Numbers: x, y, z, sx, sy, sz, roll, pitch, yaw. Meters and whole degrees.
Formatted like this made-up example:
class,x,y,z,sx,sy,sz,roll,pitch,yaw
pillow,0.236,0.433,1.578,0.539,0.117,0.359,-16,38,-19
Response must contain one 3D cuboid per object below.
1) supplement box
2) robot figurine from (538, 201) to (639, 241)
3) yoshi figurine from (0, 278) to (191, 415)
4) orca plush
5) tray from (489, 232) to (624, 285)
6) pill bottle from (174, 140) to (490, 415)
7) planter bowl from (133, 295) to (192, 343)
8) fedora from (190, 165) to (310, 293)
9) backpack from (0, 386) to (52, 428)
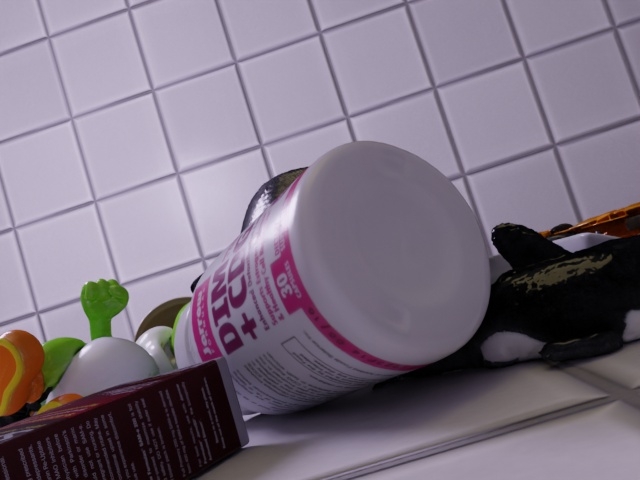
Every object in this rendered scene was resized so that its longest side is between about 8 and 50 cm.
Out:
class,x,y,z,sx,sy,sz,roll,pitch,yaw
supplement box,-0.172,0.148,0.405,0.130,0.073,0.239,-20,-4,30
robot figurine,0.440,-0.005,0.939,0.290,0.085,0.211,-19,-5,30
yoshi figurine,-0.220,0.148,0.813,0.202,0.204,0.362,-3,0,27
orca plush,0.159,0.036,0.500,0.151,0.102,0.287,-13,-7,-43
tray,0.252,0.036,0.623,0.145,0.030,0.270,9,-9,-8
pill bottle,-0.013,0.054,0.522,0.160,0.160,0.283,-14,-15,-37
planter bowl,-0.225,0.191,1.072,0.162,0.162,0.109,-16,-31,-12
fedora,0.000,0.000,0.779,0.333,0.153,0.334,-4,-20,-1
backpack,-0.365,0.225,0.893,0.151,0.115,0.182,1,22,42
